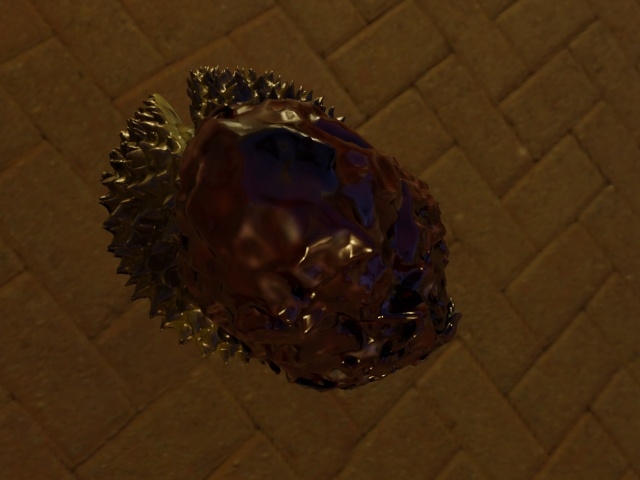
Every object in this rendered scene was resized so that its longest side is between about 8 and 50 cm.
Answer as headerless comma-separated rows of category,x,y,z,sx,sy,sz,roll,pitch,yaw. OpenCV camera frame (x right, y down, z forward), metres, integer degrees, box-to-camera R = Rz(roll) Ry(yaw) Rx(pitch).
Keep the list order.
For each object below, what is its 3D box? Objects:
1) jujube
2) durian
jujube,-0.004,-0.001,0.386,0.166,0.104,0.104,52,39,-62
durian,-0.032,-0.010,0.760,0.237,0.138,0.193,40,62,-31
